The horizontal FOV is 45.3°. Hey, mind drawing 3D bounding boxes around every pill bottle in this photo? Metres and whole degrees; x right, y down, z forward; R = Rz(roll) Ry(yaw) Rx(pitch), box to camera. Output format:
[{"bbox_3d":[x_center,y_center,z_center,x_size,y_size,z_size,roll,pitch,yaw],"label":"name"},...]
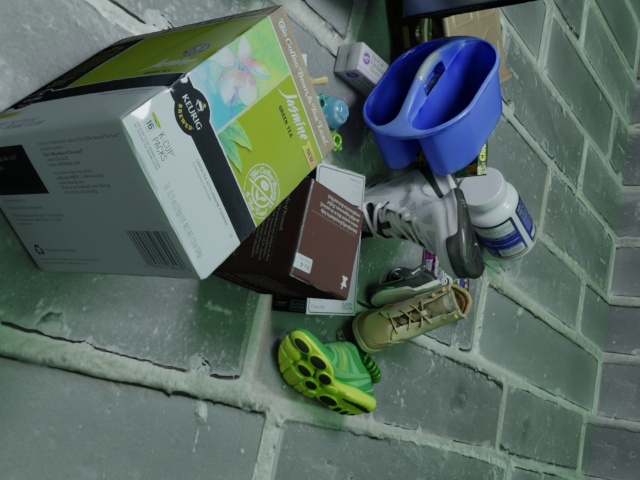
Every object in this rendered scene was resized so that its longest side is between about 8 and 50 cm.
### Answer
[{"bbox_3d":[0.484,-0.072,2.099,0.265,0.153,0.153,48,54,-43],"label":"pill bottle"}]

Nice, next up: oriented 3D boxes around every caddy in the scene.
[{"bbox_3d":[0.236,-0.295,1.588,0.341,0.241,0.179,-56,141,-32],"label":"caddy"}]

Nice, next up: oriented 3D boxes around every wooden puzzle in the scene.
[{"bbox_3d":[0.384,-0.562,2.016,0.322,0.080,0.348,-33,113,-48],"label":"wooden puzzle"}]

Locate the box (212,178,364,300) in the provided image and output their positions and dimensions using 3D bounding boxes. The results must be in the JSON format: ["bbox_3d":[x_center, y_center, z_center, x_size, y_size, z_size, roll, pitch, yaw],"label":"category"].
[{"bbox_3d":[-0.063,0.000,1.330,0.168,0.203,0.167,30,67,-50],"label":"box"}]

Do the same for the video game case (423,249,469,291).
[{"bbox_3d":[0.329,0.083,1.991,0.210,0.041,0.232,15,79,-54],"label":"video game case"}]

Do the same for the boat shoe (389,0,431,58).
[{"bbox_3d":[0.215,-0.506,1.789,0.095,0.095,0.258,-26,119,-65],"label":"boat shoe"}]

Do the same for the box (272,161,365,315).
[{"bbox_3d":[0.000,0.000,1.510,0.169,0.087,0.290,7,86,-53],"label":"box"}]

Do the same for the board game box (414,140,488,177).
[{"bbox_3d":[0.297,-0.209,1.772,0.030,0.259,0.136,-1,91,-25],"label":"board game box"}]

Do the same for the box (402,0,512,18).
[{"bbox_3d":[0.312,-0.603,1.484,0.182,0.293,0.297,-21,107,-51],"label":"box"}]

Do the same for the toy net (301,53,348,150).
[{"bbox_3d":[-0.020,-0.276,1.512,0.232,0.045,0.122,39,63,-45],"label":"toy net"}]

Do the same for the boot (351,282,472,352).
[{"bbox_3d":[0.205,0.167,1.683,0.262,0.203,0.095,-1,69,-55],"label":"boot"}]

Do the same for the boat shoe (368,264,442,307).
[{"bbox_3d":[0.187,0.104,1.793,0.233,0.084,0.079,-9,61,-46],"label":"boat shoe"}]

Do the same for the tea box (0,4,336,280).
[{"bbox_3d":[-0.216,-0.130,1.015,0.323,0.328,0.220,-49,128,-39],"label":"tea box"}]

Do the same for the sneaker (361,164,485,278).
[{"bbox_3d":[0.177,-0.018,1.561,0.447,0.257,0.169,-87,157,-67],"label":"sneaker"}]

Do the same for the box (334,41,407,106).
[{"bbox_3d":[0.148,-0.337,1.714,0.324,0.063,0.067,27,71,-50],"label":"box"}]

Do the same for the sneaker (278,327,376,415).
[{"bbox_3d":[0.011,0.252,1.544,0.295,0.109,0.124,47,32,-41],"label":"sneaker"}]

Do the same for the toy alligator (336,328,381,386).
[{"bbox_3d":[0.093,0.263,1.674,0.056,0.051,0.190,-58,134,-35],"label":"toy alligator"}]
